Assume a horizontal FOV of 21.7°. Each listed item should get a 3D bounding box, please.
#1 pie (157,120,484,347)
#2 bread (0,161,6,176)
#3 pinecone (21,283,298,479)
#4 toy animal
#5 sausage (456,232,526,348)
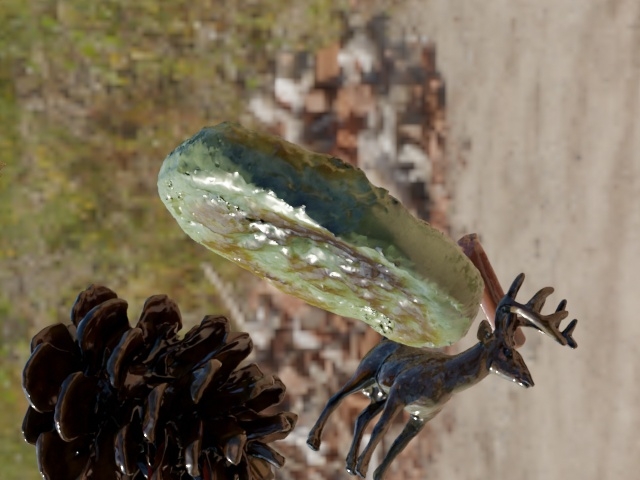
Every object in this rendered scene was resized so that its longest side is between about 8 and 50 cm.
[{"bbox_3d":[0.000,0.000,1.075,0.054,0.240,0.240,-63,6,-14],"label":"pie"},{"bbox_3d":[-0.339,-0.058,1.125,0.176,0.246,0.196,29,-134,-53],"label":"bread"},{"bbox_3d":[-0.166,0.167,1.672,0.309,0.244,0.244,3,95,37],"label":"pinecone"},{"bbox_3d":[0.108,0.127,1.654,0.260,0.087,0.243,-53,34,-9],"label":"toy animal"},{"bbox_3d":[0.181,0.059,1.781,0.035,0.030,0.147,-102,-14,-69],"label":"sausage"}]
